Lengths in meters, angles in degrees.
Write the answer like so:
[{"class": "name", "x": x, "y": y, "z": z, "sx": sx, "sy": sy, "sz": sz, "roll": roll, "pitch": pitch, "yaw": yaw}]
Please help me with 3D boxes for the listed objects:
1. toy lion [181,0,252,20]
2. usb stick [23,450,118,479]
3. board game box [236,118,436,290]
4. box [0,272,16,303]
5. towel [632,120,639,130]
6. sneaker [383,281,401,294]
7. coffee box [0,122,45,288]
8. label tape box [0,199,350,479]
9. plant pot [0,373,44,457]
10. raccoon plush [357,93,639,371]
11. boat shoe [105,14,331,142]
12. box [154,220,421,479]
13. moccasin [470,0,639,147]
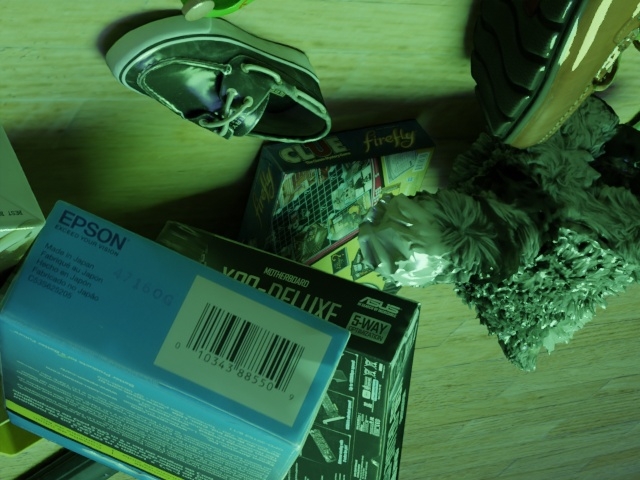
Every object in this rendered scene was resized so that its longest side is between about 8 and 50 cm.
[{"class": "toy lion", "x": -0.048, "y": -0.197, "z": 1.220, "sx": 0.100, "sy": 0.034, "sz": 0.096, "roll": -37, "pitch": 161, "yaw": 23}, {"class": "usb stick", "x": -0.335, "y": 0.303, "z": 1.914, "sx": 0.278, "sy": 0.045, "sz": 0.077, "roll": -34, "pitch": 154, "yaw": 16}, {"class": "board game box", "x": 0.000, "y": 0.000, "z": 1.576, "sx": 0.165, "sy": 0.042, "sz": 0.243, "roll": -12, "pitch": 139, "yaw": -30}, {"class": "box", "x": -0.337, "y": 0.093, "z": 1.503, "sx": 0.186, "sy": 0.038, "sz": 0.145, "roll": -31, "pitch": 156, "yaw": 13}, {"class": "towel", "x": 0.493, "y": -0.194, "z": 1.740, "sx": 0.248, "sy": 0.038, "sz": 0.325, "roll": 0, "pitch": 147, "yaw": -41}, {"class": "sneaker", "x": 0.050, "y": 0.087, "z": 1.820, "sx": 0.063, "sy": 0.074, "sz": 0.170, "roll": -4, "pitch": 148, "yaw": -39}, {"class": "coffee box", "x": -0.357, "y": 0.034, "z": 1.267, "sx": 0.168, "sy": 0.118, "sz": 0.297, "roll": -5, "pitch": 148, "yaw": -42}, {"class": "label tape box", "x": -0.132, "y": 0.118, "z": 1.395, "sx": 0.347, "sy": 0.249, "sz": 0.115, "roll": 113, "pitch": 0, "yaw": -70}, {"class": "plant pot", "x": -0.297, "y": 0.147, "z": 1.594, "sx": 0.081, "sy": 0.083, "sz": 0.081, "roll": -32, "pitch": 155, "yaw": 11}, {"class": "raccoon plush", "x": 0.136, "y": 0.010, "z": 1.617, "sx": 0.446, "sy": 0.216, "sz": 0.299, "roll": 1, "pitch": 149, "yaw": -36}, {"class": "boat shoe", "x": -0.070, "y": -0.119, "z": 1.298, "sx": 0.219, "sy": 0.070, "sz": 0.078, "roll": 5, "pitch": 141, "yaw": -49}, {"class": "box", "x": -0.043, "y": 0.140, "z": 1.544, "sx": 0.307, "sy": 0.243, "sz": 0.076, "roll": 92, "pitch": 21, "yaw": -49}, {"class": "moccasin", "x": 0.232, "y": -0.215, "z": 1.344, "sx": 0.147, "sy": 0.139, "sz": 0.380, "roll": -3, "pitch": 138, "yaw": -25}]
